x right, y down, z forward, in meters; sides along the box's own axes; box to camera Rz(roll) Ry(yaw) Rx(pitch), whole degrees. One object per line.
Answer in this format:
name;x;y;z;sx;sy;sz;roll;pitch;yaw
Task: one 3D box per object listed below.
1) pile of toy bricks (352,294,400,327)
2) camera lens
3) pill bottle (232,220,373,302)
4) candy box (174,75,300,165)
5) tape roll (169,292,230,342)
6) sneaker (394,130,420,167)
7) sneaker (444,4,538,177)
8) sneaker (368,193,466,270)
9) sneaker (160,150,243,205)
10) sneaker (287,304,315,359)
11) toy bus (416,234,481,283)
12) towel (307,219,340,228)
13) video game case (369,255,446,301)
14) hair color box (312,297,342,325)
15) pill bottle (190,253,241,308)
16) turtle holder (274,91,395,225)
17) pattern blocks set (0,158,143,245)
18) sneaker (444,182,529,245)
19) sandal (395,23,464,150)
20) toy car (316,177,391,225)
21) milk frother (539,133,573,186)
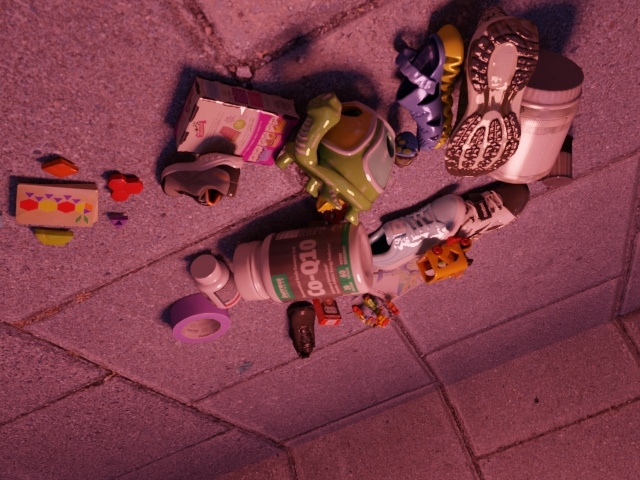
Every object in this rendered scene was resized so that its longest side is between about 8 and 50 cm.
pile of toy bricks;0.195;0.247;2.142;0.118;0.105;0.212;-44;-167;-15
camera lens;0.485;-0.293;1.401;0.219;0.219;0.274;-10;137;-13
pill bottle;-0.046;0.067;1.627;0.361;0.204;0.204;-9;149;16
candy box;-0.185;-0.256;1.278;0.233;0.071;0.159;5;141;-32
tape roll;-0.393;0.254;1.895;0.189;0.080;0.189;-12;145;-9
sneaker;0.207;-0.222;1.434;0.078;0.188;0.067;39;87;-14
sneaker;0.363;-0.318;1.266;0.158;0.182;0.410;5;136;0
sneaker;0.271;-0.022;1.773;0.366;0.135;0.150;-40;146;28
sneaker;-0.281;-0.127;1.324;0.100;0.108;0.271;6;170;-44
sneaker;-0.057;0.337;2.130;0.109;0.130;0.286;-12;145;-6
toy bus;0.397;0.064;1.758;0.202;0.104;0.191;-30;160;25
towel;0.000;0.000;1.744;0.110;0.027;0.148;-1;126;-25
video game case;0.291;0.093;2.034;0.329;0.036;0.300;-37;143;24
hair color box;0.017;0.220;1.987;0.072;0.141;0.043;5;139;-32
pill bottle;-0.310;0.119;1.717;0.108;0.108;0.180;-20;146;2
turtle holder;0.036;-0.210;1.327;0.320;0.243;0.227;37;91;-34
pattern blocks set;-0.610;-0.085;1.356;0.324;0.026;0.285;8;137;-34
sneaker;0.486;-0.080;1.791;0.330;0.122;0.146;-37;152;24
sandal;0.235;-0.339;1.334;0.138;0.126;0.317;-12;137;-4
toy car;0.088;-0.131;1.583;0.225;0.053;0.239;-32;167;0
milk frother;0.687;-0.221;1.691;0.143;0.135;0.129;15;165;-36
